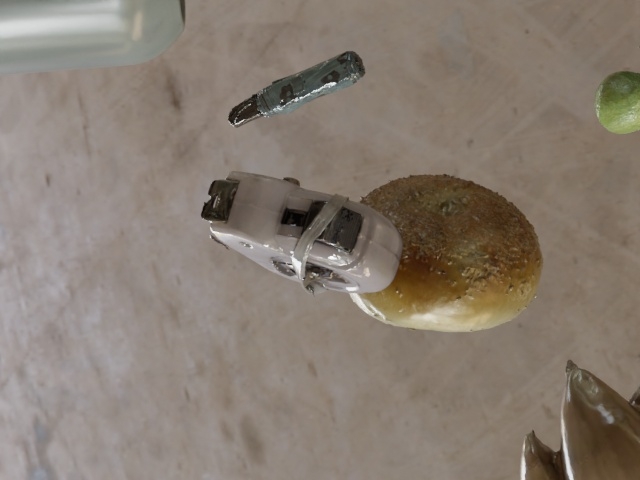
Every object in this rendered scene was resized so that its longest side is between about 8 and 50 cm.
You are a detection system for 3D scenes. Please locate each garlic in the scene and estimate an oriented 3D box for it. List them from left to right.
[{"bbox_3d":[0.323,0.248,0.924,0.279,0.132,0.325,-22,104,16],"label":"garlic"}]

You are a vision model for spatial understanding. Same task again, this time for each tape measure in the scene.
[{"bbox_3d":[0.000,0.000,1.330,0.197,0.236,0.120,8,74,32],"label":"tape measure"}]

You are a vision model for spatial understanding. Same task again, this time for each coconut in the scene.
[{"bbox_3d":[0.402,-0.182,1.432,0.096,0.088,0.088,-6,96,50],"label":"coconut"}]

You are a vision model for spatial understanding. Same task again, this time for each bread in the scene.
[{"bbox_3d":[0.173,0.006,1.579,0.305,0.305,0.159,39,138,43],"label":"bread"}]

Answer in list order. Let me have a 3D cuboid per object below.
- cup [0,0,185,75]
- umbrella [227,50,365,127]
[{"bbox_3d":[-0.284,-0.250,0.987,0.205,0.312,0.205,177,90,-86],"label":"cup"},{"bbox_3d":[-0.041,-0.239,1.750,0.250,0.053,0.052,-21,66,27],"label":"umbrella"}]
